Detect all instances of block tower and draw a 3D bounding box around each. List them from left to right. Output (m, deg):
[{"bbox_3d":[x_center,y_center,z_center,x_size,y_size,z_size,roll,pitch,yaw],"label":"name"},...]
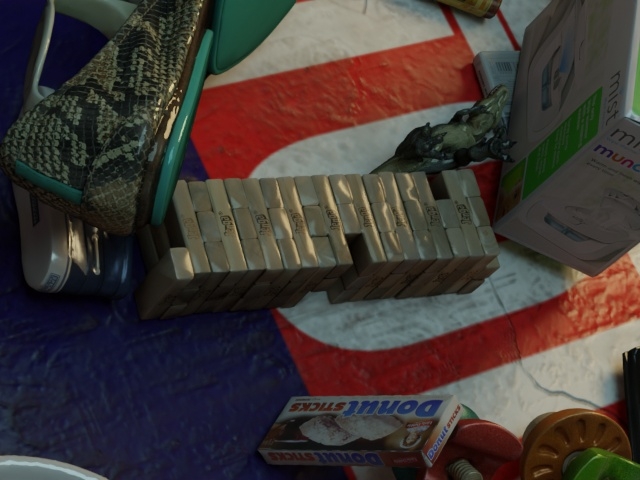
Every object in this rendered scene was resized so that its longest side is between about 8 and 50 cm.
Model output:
[{"bbox_3d":[0.000,0.000,1.639,0.335,0.091,0.097,-5,66,-29],"label":"block tower"}]

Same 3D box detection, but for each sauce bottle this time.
[{"bbox_3d":[0.121,-0.261,1.870,0.128,0.042,0.042,16,58,-17],"label":"sauce bottle"}]

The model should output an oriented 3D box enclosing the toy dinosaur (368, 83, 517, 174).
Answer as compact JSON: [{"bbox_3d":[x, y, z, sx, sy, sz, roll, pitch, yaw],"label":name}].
[{"bbox_3d":[0.103,-0.084,1.725,0.268,0.118,0.064,-23,99,-33],"label":"toy dinosaur"}]

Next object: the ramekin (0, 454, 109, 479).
[{"bbox_3d":[-0.221,0.305,1.316,0.277,0.135,0.277,14,50,-17],"label":"ramekin"}]

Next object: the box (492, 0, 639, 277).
[{"bbox_3d":[0.286,-0.138,1.741,0.126,0.231,0.262,23,56,-15],"label":"box"}]

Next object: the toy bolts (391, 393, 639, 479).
[{"bbox_3d":[0.145,0.223,1.596,0.228,0.158,0.218,26,95,-24],"label":"toy bolts"}]

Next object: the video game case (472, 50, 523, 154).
[{"bbox_3d":[0.259,-0.114,1.872,0.190,0.022,0.173,-4,65,-29],"label":"video game case"}]

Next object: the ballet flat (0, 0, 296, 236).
[{"bbox_3d":[-0.144,-0.187,1.602,0.182,0.164,0.483,20,40,5],"label":"ballet flat"}]

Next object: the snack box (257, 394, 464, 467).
[{"bbox_3d":[0.031,0.156,1.525,0.022,0.178,0.064,58,48,-27],"label":"snack box"}]

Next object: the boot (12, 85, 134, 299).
[{"bbox_3d":[-0.209,-0.037,1.579,0.086,0.069,0.190,13,61,-36],"label":"boot"}]

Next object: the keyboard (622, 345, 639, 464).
[{"bbox_3d":[0.375,0.252,1.728,0.201,0.033,0.317,11,61,-20],"label":"keyboard"}]
